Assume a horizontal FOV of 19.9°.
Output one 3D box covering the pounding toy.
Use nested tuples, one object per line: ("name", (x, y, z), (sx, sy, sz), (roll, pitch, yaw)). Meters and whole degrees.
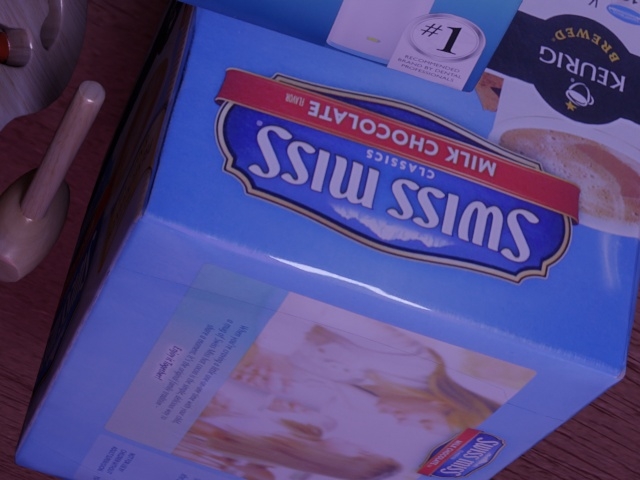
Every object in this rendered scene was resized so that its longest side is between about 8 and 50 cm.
("pounding toy", (-0.155, -0.126, 0.898), (0.155, 0.154, 0.269), (3, 131, 19))

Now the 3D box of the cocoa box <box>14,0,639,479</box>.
("cocoa box", (0.000, 0.000, 0.950), (0.231, 0.228, 0.347), (19, 151, -10))

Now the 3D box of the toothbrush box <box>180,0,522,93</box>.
("toothbrush box", (0.009, -0.207, 0.682), (0.216, 0.126, 0.295), (18, 150, -5))
